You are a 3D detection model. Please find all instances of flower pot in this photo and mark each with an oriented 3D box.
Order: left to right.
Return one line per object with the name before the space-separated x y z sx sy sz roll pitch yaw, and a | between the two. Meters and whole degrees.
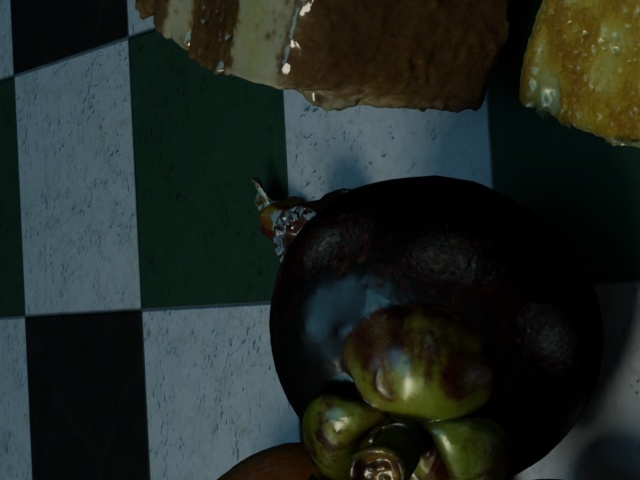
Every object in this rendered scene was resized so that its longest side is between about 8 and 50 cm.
flower pot | 0.000 0.000 1.762 0.111 0.089 0.111 -1 88 35

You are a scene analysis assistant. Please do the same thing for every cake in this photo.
cake | 0.009 -0.266 1.548 0.290 0.256 0.282 42 125 51

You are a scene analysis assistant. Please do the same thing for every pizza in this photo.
pizza | 0.278 -0.135 1.404 0.287 0.075 0.280 62 142 30

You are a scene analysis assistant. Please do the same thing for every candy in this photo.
candy | -0.033 -0.014 1.875 0.182 0.046 0.053 45 129 42

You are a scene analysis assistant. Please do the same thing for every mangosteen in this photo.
mangosteen | 0.096 0.102 1.479 0.297 0.297 0.313 -10 72 55

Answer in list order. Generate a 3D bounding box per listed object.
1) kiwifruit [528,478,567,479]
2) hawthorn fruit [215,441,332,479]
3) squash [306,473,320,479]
kiwifruit | 0.217 0.301 1.401 0.234 0.196 0.196 17 105 51
hawthorn fruit | -0.018 0.297 1.766 0.251 0.199 0.199 -48 52 24
squash | 0.061 0.362 1.616 0.287 0.137 0.137 39 131 4
